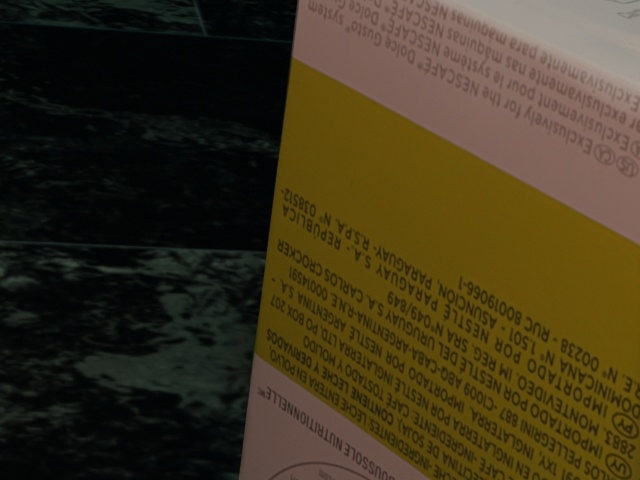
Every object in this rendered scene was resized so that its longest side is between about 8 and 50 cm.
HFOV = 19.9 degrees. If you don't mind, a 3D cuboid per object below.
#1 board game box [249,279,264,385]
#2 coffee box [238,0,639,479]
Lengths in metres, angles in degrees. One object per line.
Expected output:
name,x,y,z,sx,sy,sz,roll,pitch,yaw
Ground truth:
board game box,0.000,0.000,0.999,0.043,0.092,0.181,10,27,3
coffee box,0.202,0.074,0.661,0.337,0.334,0.338,-18,36,-40
